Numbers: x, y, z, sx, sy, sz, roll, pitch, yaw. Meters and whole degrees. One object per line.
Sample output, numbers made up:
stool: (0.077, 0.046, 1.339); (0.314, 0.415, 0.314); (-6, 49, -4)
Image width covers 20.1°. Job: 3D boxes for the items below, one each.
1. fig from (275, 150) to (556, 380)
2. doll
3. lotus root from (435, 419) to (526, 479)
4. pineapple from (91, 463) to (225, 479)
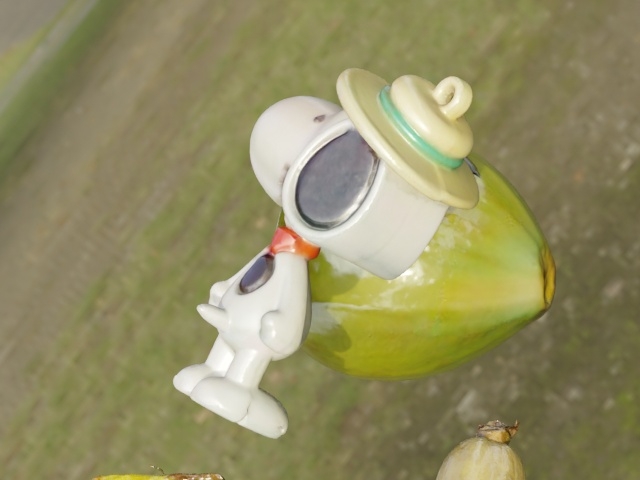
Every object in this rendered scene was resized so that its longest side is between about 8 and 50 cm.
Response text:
fig: (0.090, 0.022, 1.667); (0.239, 0.271, 0.239); (-40, -41, -46)
doll: (0.009, 0.011, 1.309); (0.208, 0.144, 0.271); (1, 71, 49)
lotus root: (0.126, 0.207, 1.444); (0.062, 0.073, 0.150); (98, -171, -56)
pineapple: (-0.098, 0.202, 1.202); (0.116, 0.069, 0.137); (-31, 38, -16)
